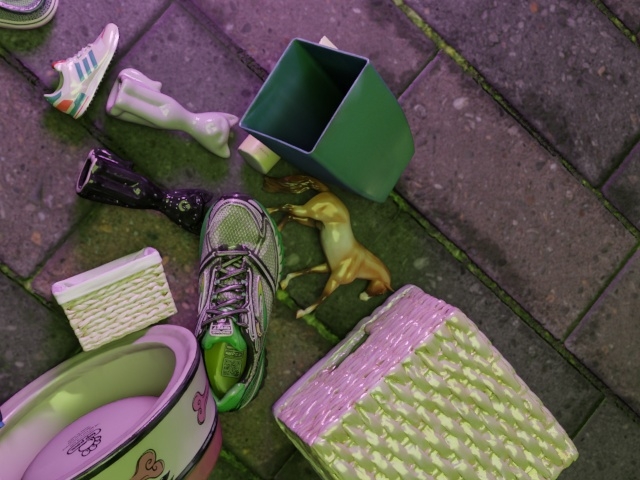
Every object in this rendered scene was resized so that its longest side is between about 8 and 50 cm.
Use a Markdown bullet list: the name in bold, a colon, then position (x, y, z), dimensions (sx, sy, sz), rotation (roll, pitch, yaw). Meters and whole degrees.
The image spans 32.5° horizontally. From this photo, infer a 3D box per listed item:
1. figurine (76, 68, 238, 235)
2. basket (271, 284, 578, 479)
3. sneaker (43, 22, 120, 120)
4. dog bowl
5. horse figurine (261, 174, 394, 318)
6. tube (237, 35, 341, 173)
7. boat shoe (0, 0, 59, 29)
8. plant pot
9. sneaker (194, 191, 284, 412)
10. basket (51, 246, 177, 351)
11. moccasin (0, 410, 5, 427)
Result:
- **figurine**: position (-0.243, -0.135, 1.705), dimensions (0.209, 0.092, 0.215), rotation (21, 85, -22)
- **basket**: position (0.156, 0.292, 1.706), dimensions (0.328, 0.266, 0.331), rotation (-42, 99, -9)
- **sneaker**: position (-0.366, -0.269, 1.680), dimensions (0.075, 0.057, 0.161), rotation (26, 87, -18)
- **dog bowl**: position (-0.316, 0.296, 1.534), dimensions (0.408, 0.408, 0.150), rotation (-32, 110, -12)
- **horse figurine**: position (0.000, 0.000, 1.770), dimensions (0.174, 0.066, 0.263), rotation (-24, 98, -7)
- **tube**: position (-0.036, -0.214, 1.765), dimensions (0.240, 0.062, 0.070), rotation (-49, 144, -14)
- **boat shoe**: position (-0.539, -0.422, 1.584), dimensions (0.340, 0.158, 0.127), rotation (27, 84, -12)
- **plant pot**: position (0.033, -0.168, 1.698), dimensions (0.234, 0.165, 0.165), rotation (39, 80, -48)
- **sneaker**: position (-0.126, 0.098, 1.675), dimensions (0.134, 0.146, 0.343), rotation (0, 94, 3)
- **basket**: position (-0.311, 0.089, 1.670), dimensions (0.167, 0.113, 0.103), rotation (-22, 100, -13)
- **moccasin**: position (-0.615, 0.269, 1.508), dimensions (0.342, 0.138, 0.116), rotation (-17, 83, -9)
